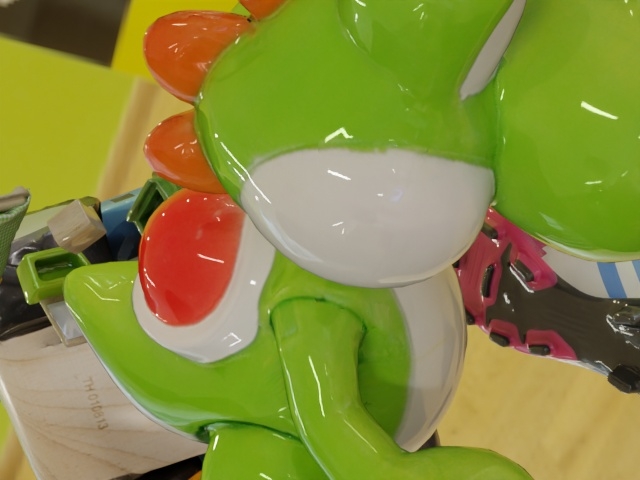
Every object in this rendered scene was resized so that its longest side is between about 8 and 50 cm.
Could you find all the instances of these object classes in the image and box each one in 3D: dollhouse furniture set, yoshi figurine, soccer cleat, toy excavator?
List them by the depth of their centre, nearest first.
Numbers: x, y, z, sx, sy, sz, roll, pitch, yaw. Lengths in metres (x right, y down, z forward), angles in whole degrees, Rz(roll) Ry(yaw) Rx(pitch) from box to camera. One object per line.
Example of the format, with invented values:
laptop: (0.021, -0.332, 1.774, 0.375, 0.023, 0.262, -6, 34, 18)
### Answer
yoshi figurine: (0.048, 0.013, 0.552, 0.203, 0.203, 0.362, 49, 146, 24)
dollhouse furniture set: (-0.120, 0.017, 0.687, 0.058, 0.151, 0.076, 57, 137, 21)
toy excavator: (0.000, 0.000, 1.048, 0.445, 0.433, 0.222, -81, -29, -76)
soccer cleat: (0.232, 0.047, 1.240, 0.331, 0.143, 0.116, 31, 125, 46)
